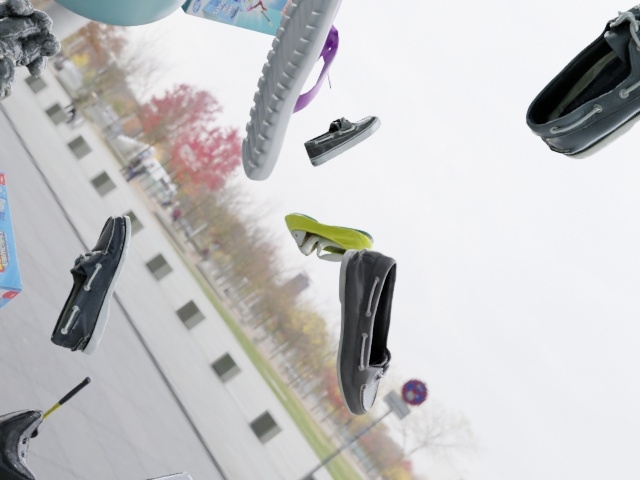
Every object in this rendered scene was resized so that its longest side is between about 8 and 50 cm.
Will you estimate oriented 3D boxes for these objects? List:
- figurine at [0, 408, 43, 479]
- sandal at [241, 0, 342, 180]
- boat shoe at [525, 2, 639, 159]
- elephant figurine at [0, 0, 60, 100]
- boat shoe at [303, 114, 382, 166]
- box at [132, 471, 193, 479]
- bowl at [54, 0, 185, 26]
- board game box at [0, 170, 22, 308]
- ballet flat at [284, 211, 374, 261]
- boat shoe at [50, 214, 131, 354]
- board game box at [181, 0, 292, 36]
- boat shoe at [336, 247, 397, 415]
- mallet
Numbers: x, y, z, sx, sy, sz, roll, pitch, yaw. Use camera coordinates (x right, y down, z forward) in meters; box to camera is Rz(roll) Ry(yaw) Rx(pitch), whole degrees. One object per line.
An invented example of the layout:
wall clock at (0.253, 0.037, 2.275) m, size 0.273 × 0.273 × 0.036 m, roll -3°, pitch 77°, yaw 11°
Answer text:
figurine at (-0.349, 0.262, 0.678) m, size 0.092 × 0.209 × 0.215 m, roll 110°, pitch -27°, yaw -70°
sandal at (-0.035, -0.286, 1.354) m, size 0.416 × 0.102 × 0.169 m, roll -61°, pitch -148°, yaw 35°
boat shoe at (0.376, -0.219, 0.910) m, size 0.099 × 0.319 × 0.116 m, roll 17°, pitch 45°, yaw -31°
elephant figurine at (-0.606, -0.339, 1.406) m, size 0.186 × 0.239 × 0.169 m, roll -26°, pitch -65°, yaw 40°
boat shoe at (0.055, -0.252, 1.815) m, size 0.077 × 0.219 × 0.070 m, roll -1°, pitch -60°, yaw 56°
box at (-0.351, 0.546, 1.351) m, size 0.261 × 0.231 × 0.127 m, roll 2°, pitch 32°, yaw -42°
bowl at (-0.271, -0.474, 1.060) m, size 0.163 × 0.311 × 0.312 m, roll -19°, pitch -71°, yaw 53°
board game box at (-0.793, 0.043, 1.689) m, size 0.086 × 0.308 × 0.302 m, roll 17°, pitch 46°, yaw -51°
ballet flat at (0.000, 0.000, 1.539) m, size 0.230 × 0.077 × 0.077 m, roll 15°, pitch -28°, yaw 37°
boat shoe at (-0.463, 0.076, 1.568) m, size 0.091 × 0.303 × 0.114 m, roll 22°, pitch -29°, yaw -27°
board game box at (-0.134, -0.615, 1.796) m, size 0.336 × 0.254 × 0.079 m, roll 2°, pitch 47°, yaw -42°
boat shoe at (0.092, 0.179, 1.417) m, size 0.095 × 0.112 × 0.335 m, roll 7°, pitch -70°, yaw 26°
mallet at (-0.558, 0.346, 1.652) m, size 0.039 × 0.189 × 0.062 m, roll 48°, pitch 5°, yaw -18°
